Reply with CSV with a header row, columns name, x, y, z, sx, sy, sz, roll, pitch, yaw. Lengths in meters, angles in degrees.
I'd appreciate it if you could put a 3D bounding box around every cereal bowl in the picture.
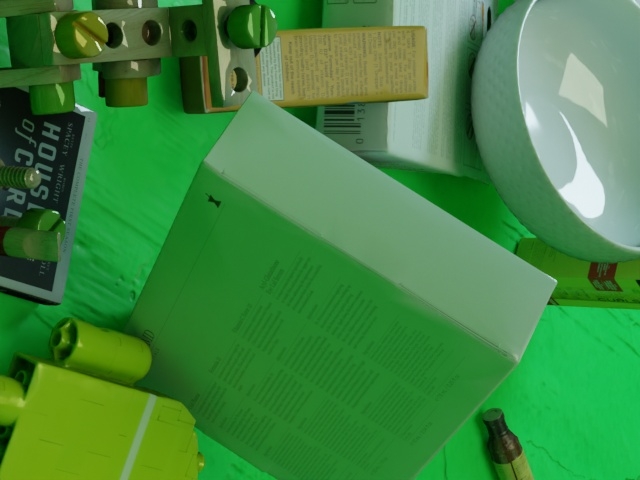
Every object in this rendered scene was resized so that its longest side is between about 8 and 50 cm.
name,x,y,z,sx,sy,sz,roll,pitch,yaw
cereal bowl,0.292,-0.127,2.063,0.339,0.141,0.339,17,63,-36

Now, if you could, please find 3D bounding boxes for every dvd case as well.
name,x,y,z,sx,sy,sz,roll,pitch,yaw
dvd case,-0.291,-0.057,1.489,0.239,0.030,0.179,21,74,-50

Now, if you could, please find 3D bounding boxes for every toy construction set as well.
name,x,y,z,sx,sy,sz,roll,pitch,yaw
toy construction set,-0.173,-0.126,1.406,0.257,0.237,0.309,28,73,-52

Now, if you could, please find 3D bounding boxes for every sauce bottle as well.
name,x,y,z,sx,sy,sz,roll,pitch,yaw
sauce bottle,0.227,0.259,2.149,0.042,0.042,0.128,-46,127,-42

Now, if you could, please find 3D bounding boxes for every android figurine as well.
name,x,y,z,sx,sy,sz,roll,pitch,yaw
android figurine,-0.211,0.195,1.523,0.273,0.056,0.248,19,88,-41

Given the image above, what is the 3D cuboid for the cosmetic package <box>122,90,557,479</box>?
name,x,y,z,sx,sy,sz,roll,pitch,yaw
cosmetic package,-0.007,0.076,1.502,0.284,0.377,0.097,31,56,-1

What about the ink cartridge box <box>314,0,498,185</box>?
name,x,y,z,sx,sy,sz,roll,pitch,yaw
ink cartridge box,0.107,-0.228,1.986,0.385,0.091,0.308,10,82,-69

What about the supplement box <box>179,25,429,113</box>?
name,x,y,z,sx,sy,sz,roll,pitch,yaw
supplement box,-0.014,-0.165,1.719,0.233,0.078,0.080,-7,95,-20

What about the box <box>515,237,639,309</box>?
name,x,y,z,sx,sy,sz,roll,pitch,yaw
box,0.352,0.041,2.152,0.087,0.232,0.058,44,58,-46

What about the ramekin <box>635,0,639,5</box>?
name,x,y,z,sx,sy,sz,roll,pitch,yaw
ramekin,0.350,-0.383,2.229,0.273,0.127,0.273,0,90,-53
